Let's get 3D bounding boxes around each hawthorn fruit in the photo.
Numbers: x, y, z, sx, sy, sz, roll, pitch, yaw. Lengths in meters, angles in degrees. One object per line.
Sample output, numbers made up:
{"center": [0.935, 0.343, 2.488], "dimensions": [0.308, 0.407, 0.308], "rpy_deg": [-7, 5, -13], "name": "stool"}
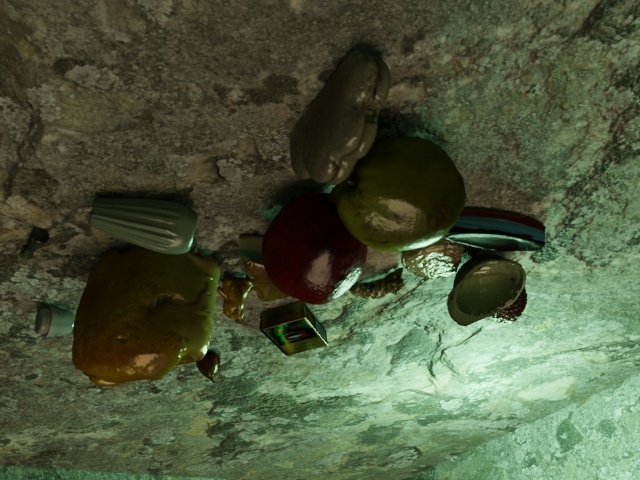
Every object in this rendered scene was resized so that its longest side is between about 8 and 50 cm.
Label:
{"center": [0.000, 0.000, 1.650], "dimensions": [0.265, 0.265, 0.307], "rpy_deg": [10, 122, -26], "name": "hawthorn fruit"}

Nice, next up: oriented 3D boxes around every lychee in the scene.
{"center": [0.569, 0.196, 2.129], "dimensions": [0.165, 0.165, 0.197], "rpy_deg": [18, 111, -34], "name": "lychee"}

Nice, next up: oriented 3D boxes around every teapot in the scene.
{"center": [-0.728, 0.012, 1.682], "dimensions": [0.042, 0.043, 0.110], "rpy_deg": [20, 141, -35], "name": "teapot"}

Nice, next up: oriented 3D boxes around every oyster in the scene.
{"center": [0.178, 0.140, 2.036], "dimensions": [0.200, 0.106, 0.061], "rpy_deg": [-37, 124, 20], "name": "oyster"}

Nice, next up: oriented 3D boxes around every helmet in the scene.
{"center": [0.475, 0.125, 2.013], "dimensions": [0.257, 0.137, 0.204], "rpy_deg": [-27, 122, -2], "name": "helmet"}

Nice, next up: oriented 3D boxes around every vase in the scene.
{"center": [-0.426, -0.044, 1.599], "dimensions": [0.248, 0.128, 0.128], "rpy_deg": [12, 142, -12], "name": "vase"}

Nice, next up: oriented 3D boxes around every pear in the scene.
{"center": [0.183, -0.104, 1.512], "dimensions": [0.321, 0.269, 0.269], "rpy_deg": [7, 143, -33], "name": "pear"}

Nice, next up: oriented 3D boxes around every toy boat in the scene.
{"center": [0.473, -0.026, 1.873], "dimensions": [0.392, 0.079, 0.136], "rpy_deg": [7, 142, -27], "name": "toy boat"}

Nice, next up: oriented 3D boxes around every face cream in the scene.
{"center": [-0.783, 0.240, 1.955], "dimensions": [0.095, 0.091, 0.091], "rpy_deg": [11, 142, -38], "name": "face cream"}

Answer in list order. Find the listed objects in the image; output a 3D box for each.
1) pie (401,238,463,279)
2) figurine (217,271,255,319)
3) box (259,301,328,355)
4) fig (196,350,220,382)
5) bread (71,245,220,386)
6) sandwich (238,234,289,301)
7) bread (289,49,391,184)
{"center": [0.331, 0.053, 1.962], "dimensions": [0.185, 0.052, 0.218], "rpy_deg": [-8, 150, -2], "name": "pie"}
{"center": [-0.249, 0.184, 1.964], "dimensions": [0.121, 0.122, 0.176], "rpy_deg": [-1, 144, -16], "name": "figurine"}
{"center": [-0.086, 0.298, 2.212], "dimensions": [0.159, 0.071, 0.240], "rpy_deg": [-15, 145, 14], "name": "box"}
{"center": [-0.388, 0.450, 2.317], "dimensions": [0.088, 0.125, 0.089], "rpy_deg": [-9, 143, -7], "name": "fig"}
{"center": [-0.465, 0.191, 1.721], "dimensions": [0.361, 0.394, 0.250], "rpy_deg": [-14, 130, 13], "name": "bread"}
{"center": [-0.108, 0.062, 1.833], "dimensions": [0.186, 0.108, 0.220], "rpy_deg": [-14, 143, 8], "name": "sandwich"}
{"center": [0.041, -0.226, 1.386], "dimensions": [0.102, 0.183, 0.337], "rpy_deg": [8, 145, -28], "name": "bread"}
